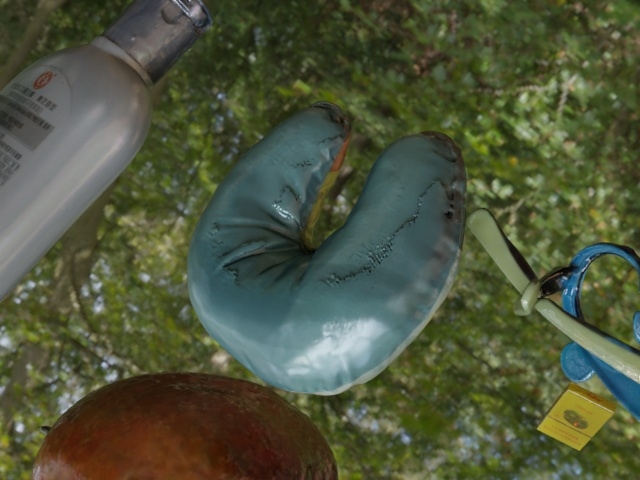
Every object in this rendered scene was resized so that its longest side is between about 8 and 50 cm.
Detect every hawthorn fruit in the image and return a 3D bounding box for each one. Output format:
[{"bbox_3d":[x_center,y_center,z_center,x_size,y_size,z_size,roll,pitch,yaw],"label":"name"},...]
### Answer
[{"bbox_3d":[-0.166,0.261,0.975,0.369,0.284,0.285,13,-179,31],"label":"hawthorn fruit"}]

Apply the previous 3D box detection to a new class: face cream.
[{"bbox_3d":[-0.190,-0.070,0.657,0.144,0.291,0.071,27,163,42],"label":"face cream"}]

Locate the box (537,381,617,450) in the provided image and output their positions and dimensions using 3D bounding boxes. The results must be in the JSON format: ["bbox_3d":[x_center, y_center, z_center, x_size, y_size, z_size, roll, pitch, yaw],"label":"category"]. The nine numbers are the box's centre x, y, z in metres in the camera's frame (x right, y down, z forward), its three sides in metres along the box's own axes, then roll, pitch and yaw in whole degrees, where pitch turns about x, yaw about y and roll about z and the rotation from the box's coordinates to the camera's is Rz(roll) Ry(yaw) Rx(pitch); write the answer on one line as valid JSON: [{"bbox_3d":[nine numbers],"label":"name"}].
[{"bbox_3d":[0.442,0.307,1.627,0.087,0.155,0.023,29,-126,10],"label":"box"}]

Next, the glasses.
[{"bbox_3d":[0.194,0.043,0.625,0.207,0.102,0.239,44,-177,-31],"label":"glasses"}]

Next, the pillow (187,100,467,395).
[{"bbox_3d":[0.000,0.000,0.676,0.233,0.214,0.086,20,170,48],"label":"pillow"}]
